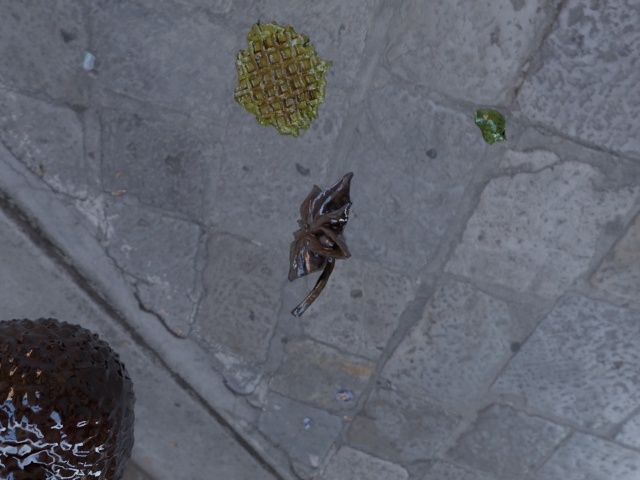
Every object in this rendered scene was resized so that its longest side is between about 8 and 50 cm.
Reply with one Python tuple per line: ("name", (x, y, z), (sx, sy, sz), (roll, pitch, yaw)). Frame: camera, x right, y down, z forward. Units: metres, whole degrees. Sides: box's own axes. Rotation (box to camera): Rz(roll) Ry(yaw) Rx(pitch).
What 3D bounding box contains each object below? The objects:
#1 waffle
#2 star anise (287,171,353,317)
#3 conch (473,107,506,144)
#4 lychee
("waffle", (-0.097, -0.383, 1.151), (0.245, 0.052, 0.254), (30, 123, 8))
("star anise", (-0.001, -0.001, 1.196), (0.109, 0.349, 0.292), (14, 149, -19))
("conch", (0.454, -0.308, 1.276), (0.121, 0.089, 0.074), (39, 139, -9))
("lychee", (-0.246, 0.151, 0.393), (0.194, 0.194, 0.194), (6, 126, 8))
